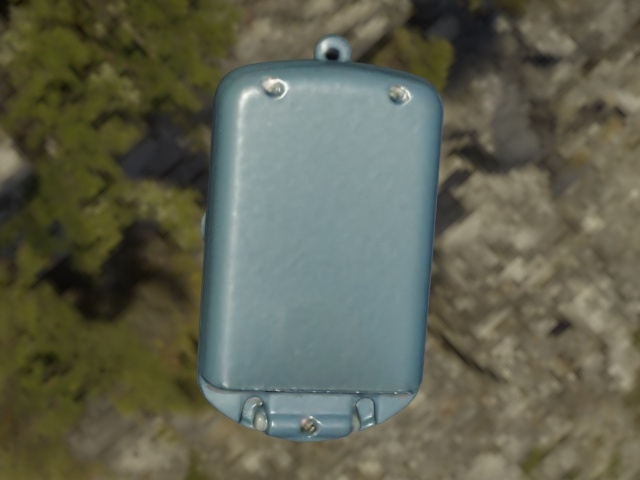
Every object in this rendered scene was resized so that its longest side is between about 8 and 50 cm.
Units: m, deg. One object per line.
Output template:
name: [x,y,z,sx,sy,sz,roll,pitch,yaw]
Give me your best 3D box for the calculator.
calculator: [0.000,0.000,0.943,0.121,0.210,0.039,1,-172,-14]
